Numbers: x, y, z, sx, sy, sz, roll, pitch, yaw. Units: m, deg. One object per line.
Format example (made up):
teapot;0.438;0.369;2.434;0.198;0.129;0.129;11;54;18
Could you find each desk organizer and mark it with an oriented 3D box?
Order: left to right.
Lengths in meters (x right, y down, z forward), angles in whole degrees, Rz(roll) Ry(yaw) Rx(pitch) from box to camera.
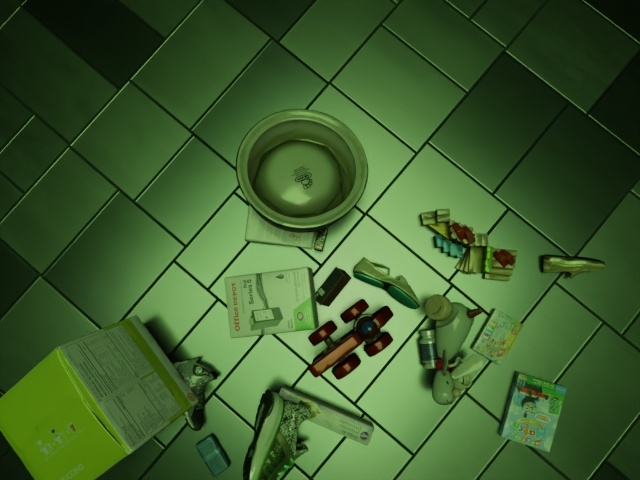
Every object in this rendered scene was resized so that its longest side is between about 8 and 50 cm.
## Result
desk organizer;0.039;0.154;1.715;0.130;0.050;0.047;-52;52;11

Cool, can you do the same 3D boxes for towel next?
towel;-0.345;0.691;1.681;0.067;0.029;0.119;-32;84;-2

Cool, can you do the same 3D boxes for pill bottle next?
pill bottle;0.355;0.348;1.685;0.067;0.067;0.120;-7;85;0

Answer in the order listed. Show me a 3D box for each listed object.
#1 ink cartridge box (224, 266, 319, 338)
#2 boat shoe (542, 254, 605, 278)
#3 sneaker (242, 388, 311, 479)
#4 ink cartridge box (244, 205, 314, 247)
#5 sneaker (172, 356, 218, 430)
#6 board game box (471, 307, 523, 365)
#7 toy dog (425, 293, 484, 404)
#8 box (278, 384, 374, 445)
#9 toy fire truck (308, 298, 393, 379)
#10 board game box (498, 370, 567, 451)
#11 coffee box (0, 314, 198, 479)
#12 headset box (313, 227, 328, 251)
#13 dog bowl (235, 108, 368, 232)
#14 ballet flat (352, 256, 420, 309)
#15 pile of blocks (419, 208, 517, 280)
ink cartridge box;-0.155;0.199;1.670;0.273;0.115;0.198;-8;84;6
boat shoe;0.826;0.089;1.711;0.190;0.068;0.072;5;97;11
sneaker;-0.129;0.668;1.605;0.182;0.158;0.409;13;101;-12
ink cartridge box;-0.131;-0.073;1.745;0.225;0.056;0.180;8;85;-6
sneaker;-0.385;0.484;1.675;0.132;0.086;0.228;-20;84;-3
board game box;0.577;0.314;1.705;0.104;0.026;0.154;31;86;4
toy dog;0.427;0.323;1.598;0.220;0.161;0.333;-5;83;-39
box;0.011;0.557;1.671;0.324;0.067;0.063;23;87;2
toy fire truck;0.098;0.305;1.599;0.302;0.254;0.169;-35;85;-2
board game box;0.680;0.548;1.676;0.160;0.039;0.211;17;86;2
coffee box;-0.641;0.476;1.508;0.338;0.334;0.338;-39;85;18
headset box;0.000;0.000;1.725;0.032;0.062;0.083;16;86;3
dog bowl;-0.062;-0.206;1.667;0.409;0.150;0.407;2;72;-5
ballet flat;0.227;0.132;1.706;0.249;0.086;0.086;29;86;4
pile of blocks;0.476;0.020;1.692;0.362;0.112;0.148;31;86;4
